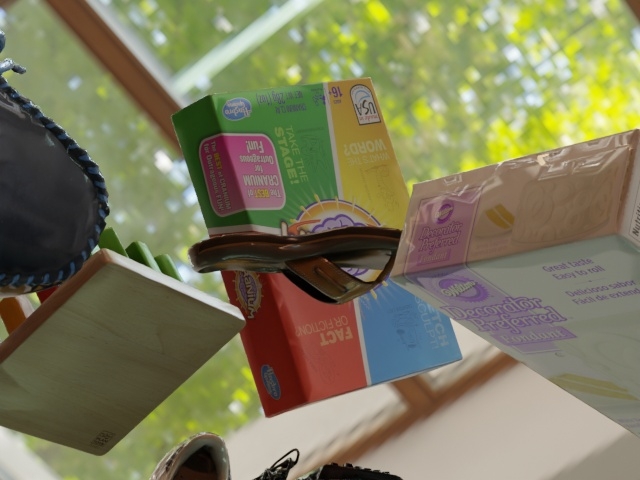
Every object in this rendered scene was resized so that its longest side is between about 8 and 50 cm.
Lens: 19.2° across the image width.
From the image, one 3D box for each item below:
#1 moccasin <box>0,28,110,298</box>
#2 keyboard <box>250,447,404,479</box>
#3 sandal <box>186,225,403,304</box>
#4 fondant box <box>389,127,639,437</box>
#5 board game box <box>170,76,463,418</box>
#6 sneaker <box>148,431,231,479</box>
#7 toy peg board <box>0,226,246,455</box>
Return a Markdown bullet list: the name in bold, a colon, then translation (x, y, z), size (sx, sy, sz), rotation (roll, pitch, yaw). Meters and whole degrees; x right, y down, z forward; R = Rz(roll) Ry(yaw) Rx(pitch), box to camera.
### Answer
- **moccasin**: translation (-0.224, -0.057, 0.781), size (0.117, 0.342, 0.138), rotation (-5, -113, 51)
- **keyboard**: translation (-0.004, 0.198, 1.589), size (0.192, 0.100, 0.038), rotation (139, -45, -66)
- **sandal**: translation (-0.003, 0.025, 1.608), size (0.090, 0.219, 0.060), rotation (119, -31, -75)
- **fondant box**: translation (0.255, 0.048, 1.502), size (0.238, 0.330, 0.096), rotation (-13, -128, 48)
- **board game box**: translation (0.000, 0.000, 1.912), size (0.242, 0.316, 0.064), rotation (-12, 171, -46)
- **sneaker**: translation (-0.122, 0.262, 1.473), size (0.095, 0.090, 0.235), rotation (127, -24, -60)
- **toy peg board**: translation (-0.170, 0.063, 1.370), size (0.160, 0.161, 0.079), rotation (-43, -127, 15)
